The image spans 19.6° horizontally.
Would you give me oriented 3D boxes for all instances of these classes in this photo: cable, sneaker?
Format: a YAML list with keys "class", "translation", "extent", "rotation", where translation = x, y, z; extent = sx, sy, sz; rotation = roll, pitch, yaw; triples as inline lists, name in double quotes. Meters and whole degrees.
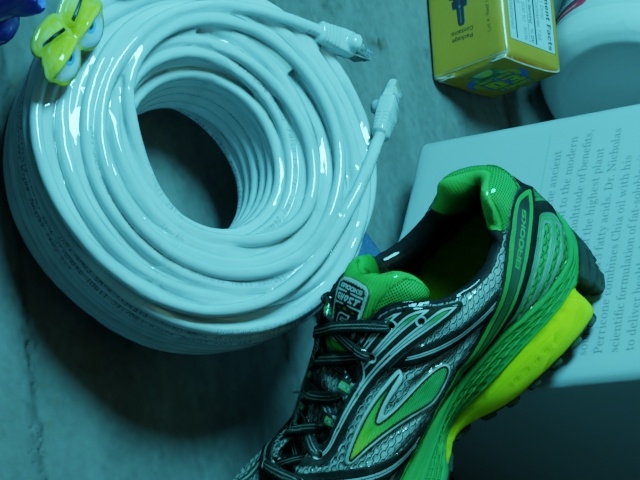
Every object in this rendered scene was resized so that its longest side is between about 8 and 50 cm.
- class: "cable"
  translation: [-0.083, -0.053, 1.215]
  extent: [0.257, 0.089, 0.257]
  rotation: [26, 60, -23]
- class: "sneaker"
  translation: [0.025, 0.090, 1.189]
  extent: [0.343, 0.134, 0.146]
  rotation: [-50, 129, -11]

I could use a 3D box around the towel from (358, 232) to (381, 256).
- class: "towel"
  translation: [0.000, 0.000, 1.338]
  extent: [0.119, 0.029, 0.067]
  rotation: [54, 47, -17]

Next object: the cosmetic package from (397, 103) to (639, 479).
- class: "cosmetic package"
  translation: [0.274, 0.032, 1.275]
  extent: [0.161, 0.453, 0.230]
  rotation: [44, 50, -42]

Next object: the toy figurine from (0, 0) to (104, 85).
- class: "toy figurine"
  translation: [-0.201, -0.191, 1.035]
  extent: [0.191, 0.217, 0.362]
  rotation: [32, 54, -1]

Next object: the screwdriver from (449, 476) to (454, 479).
- class: "screwdriver"
  translation: [0.095, 0.255, 1.346]
  extent: [0.024, 0.025, 0.170]
  rotation: [8, 70, -42]

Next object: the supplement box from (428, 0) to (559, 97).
- class: "supplement box"
  translation: [0.136, -0.239, 1.517]
  extent: [0.080, 0.078, 0.233]
  rotation: [15, 66, -43]

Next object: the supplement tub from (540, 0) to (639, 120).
- class: "supplement tub"
  translation: [0.310, -0.209, 1.592]
  extent: [0.191, 0.191, 0.272]
  rotation: [43, 51, -25]
